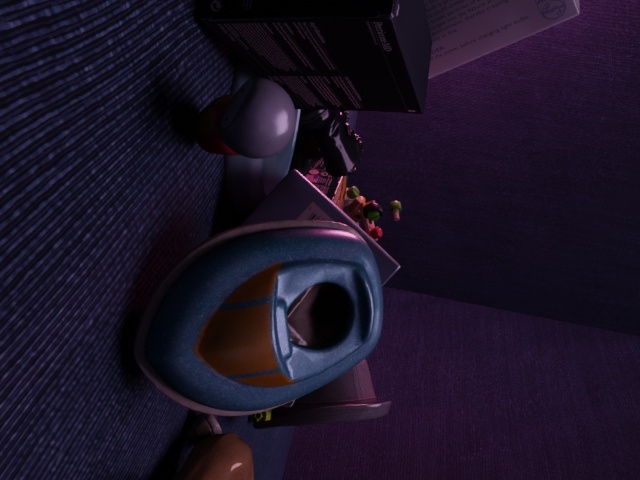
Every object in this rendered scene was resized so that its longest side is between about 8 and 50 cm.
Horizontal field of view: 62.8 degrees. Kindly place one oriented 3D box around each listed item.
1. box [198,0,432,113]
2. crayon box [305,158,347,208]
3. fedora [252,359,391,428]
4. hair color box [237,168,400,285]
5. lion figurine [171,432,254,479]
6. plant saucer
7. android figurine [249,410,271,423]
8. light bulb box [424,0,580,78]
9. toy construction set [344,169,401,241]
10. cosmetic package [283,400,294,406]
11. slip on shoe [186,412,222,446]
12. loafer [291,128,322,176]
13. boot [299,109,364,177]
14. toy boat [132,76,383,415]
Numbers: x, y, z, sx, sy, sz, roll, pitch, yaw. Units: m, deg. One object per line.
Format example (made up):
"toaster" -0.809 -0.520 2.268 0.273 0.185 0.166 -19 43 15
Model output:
"box" 0.017 -0.228 0.579 0.261 0.185 0.103 16 84 -73
"crayon box" -0.024 0.005 1.275 0.362 0.106 0.312 -67 167 -52
"fedora" -0.001 0.278 0.984 0.275 0.244 0.124 -33 -122 55
"hair color box" 0.000 0.000 0.835 0.113 0.185 0.374 -47 -179 3
"lion figurine" -0.145 0.321 0.603 0.392 0.142 0.239 -95 -165 -81
"plant saucer" -0.072 -0.183 0.785 0.317 0.044 0.317 10 90 -84
"android figurine" -0.116 0.333 1.306 0.273 0.056 0.248 83 18 -72
"light bulb box" 0.150 -0.477 0.659 0.361 0.226 0.357 42 48 -36
"toy construction set" 0.063 -0.106 1.648 0.308 0.258 0.237 126 -29 -48
"cosmetic package" -0.078 0.132 0.772 0.296 0.153 0.129 31 71 -83
"slip on shoe" -0.166 0.282 0.757 0.041 0.051 0.135 -32 161 -23
"loafer" -0.024 -0.194 1.167 0.062 0.062 0.169 86 16 -74
"boot" 0.021 -0.215 1.060 0.246 0.094 0.207 -81 153 -56
"toy boat" -0.054 0.015 0.501 0.148 0.268 0.317 9 -67 59
